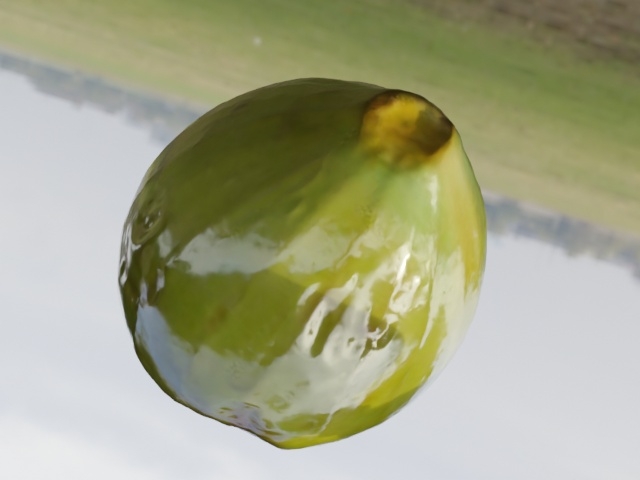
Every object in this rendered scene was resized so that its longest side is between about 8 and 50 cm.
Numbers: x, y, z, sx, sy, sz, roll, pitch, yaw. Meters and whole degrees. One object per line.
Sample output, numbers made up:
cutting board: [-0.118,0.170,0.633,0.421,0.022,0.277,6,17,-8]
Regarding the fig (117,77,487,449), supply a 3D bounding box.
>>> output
fig: [0.000,0.000,1.152,0.239,0.271,0.239,22,-136,-23]
